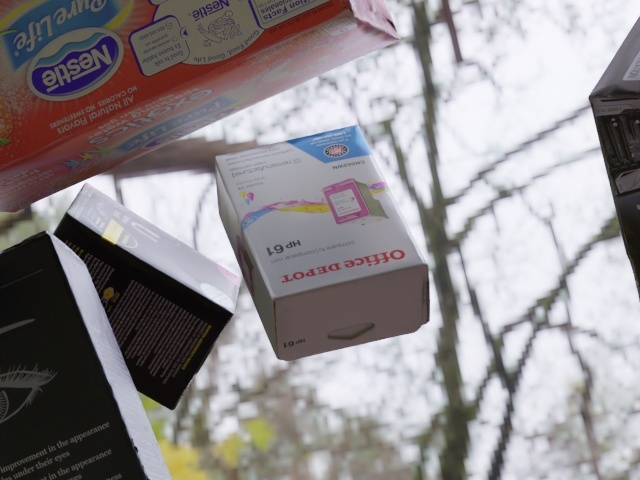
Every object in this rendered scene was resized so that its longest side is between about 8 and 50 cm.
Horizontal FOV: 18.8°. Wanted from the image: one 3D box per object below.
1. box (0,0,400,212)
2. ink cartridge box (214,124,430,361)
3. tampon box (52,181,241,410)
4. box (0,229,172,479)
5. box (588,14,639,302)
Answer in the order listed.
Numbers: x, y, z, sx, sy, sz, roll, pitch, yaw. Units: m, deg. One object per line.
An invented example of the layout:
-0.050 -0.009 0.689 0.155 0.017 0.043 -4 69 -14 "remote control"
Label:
-0.121 -0.142 1.233 0.300 0.154 0.142 -24 -8 13 "box"
0.000 0.000 1.067 0.088 0.122 0.052 -14 -43 -11 "ink cartridge box"
-0.160 0.045 1.612 0.161 0.120 0.101 31 -78 -7 "tampon box"
-0.197 0.121 1.262 0.153 0.207 0.108 -23 -13 2 "box"
0.263 -0.026 1.155 0.076 0.242 0.307 4 -51 31 "box"
